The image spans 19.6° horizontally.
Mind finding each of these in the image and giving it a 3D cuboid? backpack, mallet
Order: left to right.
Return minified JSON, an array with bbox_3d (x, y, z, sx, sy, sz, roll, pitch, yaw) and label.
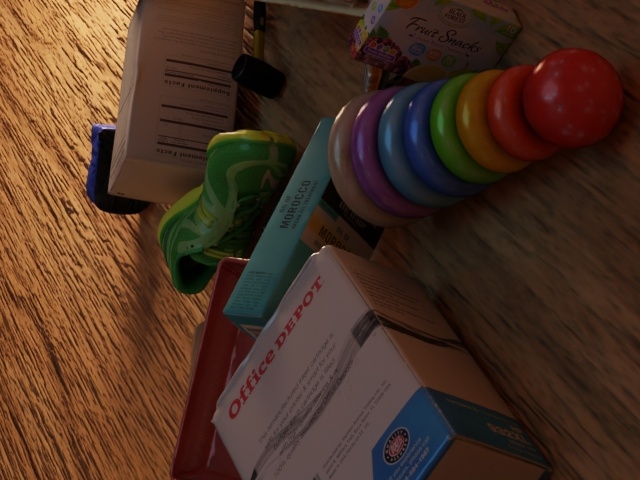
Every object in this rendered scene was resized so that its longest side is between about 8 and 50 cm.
[{"bbox_3d":[-0.273,-0.098,2.561,0.101,0.098,0.120,-149,63,-71],"label":"backpack"},{"bbox_3d":[-0.069,-0.250,2.327,0.039,0.062,0.190,-44,25,35],"label":"mallet"}]

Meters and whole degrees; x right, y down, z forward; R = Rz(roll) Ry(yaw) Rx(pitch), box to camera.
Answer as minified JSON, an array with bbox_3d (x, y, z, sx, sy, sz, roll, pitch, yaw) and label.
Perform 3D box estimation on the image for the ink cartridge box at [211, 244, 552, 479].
[{"bbox_3d":[0.046,0.185,1.719,0.223,0.129,0.307,-57,36,18],"label":"ink cartridge box"}]

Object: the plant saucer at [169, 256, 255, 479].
[{"bbox_3d":[-0.041,0.156,1.986,0.259,0.047,0.258,6,81,48],"label":"plant saucer"}]

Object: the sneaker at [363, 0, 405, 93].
[{"bbox_3d":[0.087,-0.207,1.936,0.215,0.083,0.084,109,157,-74],"label":"sneaker"}]

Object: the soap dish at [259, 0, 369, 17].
[{"bbox_3d":[-0.018,-0.371,2.083,0.291,0.118,0.229,14,89,32],"label":"soap dish"}]

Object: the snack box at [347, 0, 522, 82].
[{"bbox_3d":[0.113,-0.205,1.832,0.100,0.141,0.037,-57,31,31],"label":"snack box"}]

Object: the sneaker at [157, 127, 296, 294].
[{"bbox_3d":[-0.104,-0.032,2.209,0.295,0.109,0.123,128,140,-50],"label":"sneaker"}]

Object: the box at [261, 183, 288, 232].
[{"bbox_3d":[-0.038,-0.016,2.151,0.067,0.018,0.083,-62,30,23],"label":"box"}]

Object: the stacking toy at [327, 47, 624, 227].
[{"bbox_3d":[0.152,-0.101,1.733,0.330,0.141,0.141,-13,64,54],"label":"stacking toy"}]

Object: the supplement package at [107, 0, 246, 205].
[{"bbox_3d":[-0.182,-0.180,2.358,0.139,0.133,0.244,130,147,-66],"label":"supplement package"}]

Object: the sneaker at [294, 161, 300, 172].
[{"bbox_3d":[-0.013,-0.031,2.078,0.058,0.052,0.135,-53,33,42],"label":"sneaker"}]

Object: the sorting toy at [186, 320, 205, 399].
[{"bbox_3d":[-0.108,0.172,2.172,0.208,0.038,0.193,-34,47,58],"label":"sorting toy"}]

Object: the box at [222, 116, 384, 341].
[{"bbox_3d":[0.000,0.000,1.893,0.060,0.100,0.244,3,59,45],"label":"box"}]
